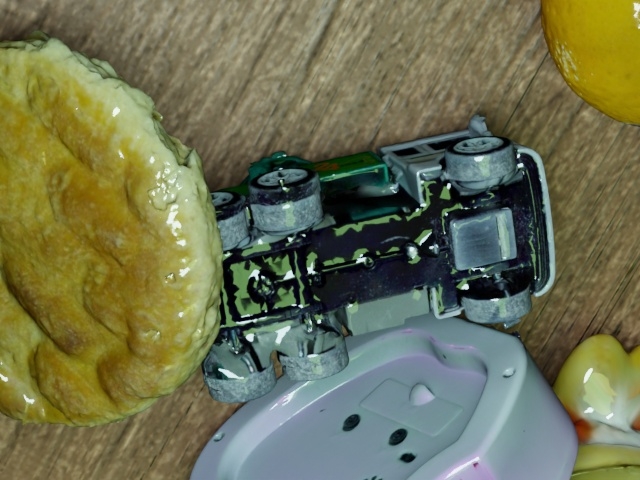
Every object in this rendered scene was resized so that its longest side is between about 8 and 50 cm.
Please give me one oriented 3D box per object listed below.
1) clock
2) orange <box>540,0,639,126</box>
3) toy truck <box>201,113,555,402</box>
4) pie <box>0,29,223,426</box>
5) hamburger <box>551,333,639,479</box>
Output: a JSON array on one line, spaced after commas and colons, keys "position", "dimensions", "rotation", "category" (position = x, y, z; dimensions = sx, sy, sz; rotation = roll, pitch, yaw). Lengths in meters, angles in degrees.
[{"position": [0.042, 0.200, 1.653], "dimensions": [0.339, 0.338, 0.102], "rotation": [-31, 115, 3], "category": "clock"}, {"position": [0.286, -0.196, 1.600], "dimensions": [0.219, 0.193, 0.219], "rotation": [-1, 97, -10], "category": "orange"}, {"position": [0.004, 0.002, 1.628], "dimensions": [0.364, 0.178, 0.176], "rotation": [-12, 110, -8], "category": "toy truck"}, {"position": [-0.214, -0.004, 1.542], "dimensions": [0.339, 0.083, 0.339], "rotation": [12, 113, 30], "category": "pie"}, {"position": [0.229, 0.241, 1.787], "dimensions": [0.261, 0.186, 0.302], "rotation": [4, 123, -13], "category": "hamburger"}]
